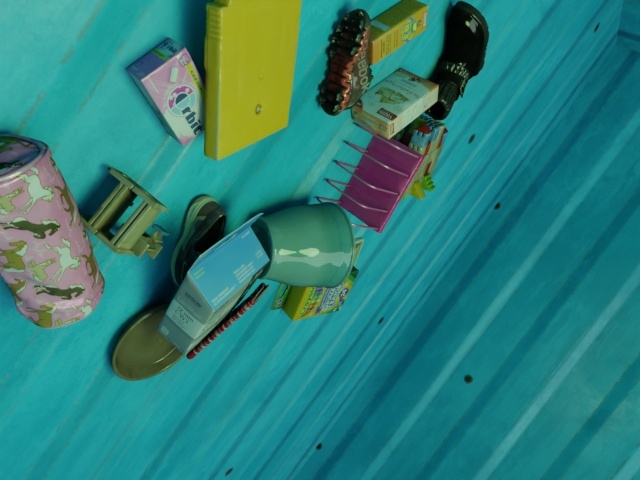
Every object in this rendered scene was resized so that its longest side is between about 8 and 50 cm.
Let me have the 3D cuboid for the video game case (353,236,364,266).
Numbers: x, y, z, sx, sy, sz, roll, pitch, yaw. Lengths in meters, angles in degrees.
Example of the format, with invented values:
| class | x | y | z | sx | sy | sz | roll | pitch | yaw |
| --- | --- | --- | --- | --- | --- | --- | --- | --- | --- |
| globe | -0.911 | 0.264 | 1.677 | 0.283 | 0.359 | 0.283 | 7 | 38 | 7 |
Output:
| class | x | y | z | sx | sy | sz | roll | pitch | yaw |
| --- | --- | --- | --- | --- | --- | --- | --- | --- | --- |
| video game case | 0.084 | 0.096 | 1.918 | 0.193 | 0.023 | 0.213 | -17 | 134 | -44 |

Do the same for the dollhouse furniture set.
| class | x | y | z | sx | sy | sz | roll | pitch | yaw |
| --- | --- | --- | --- | --- | --- | --- | --- | --- | --- |
| dollhouse furniture set | -0.409 | -0.053 | 1.022 | 0.129 | 0.128 | 0.184 | -51 | 174 | -2 |

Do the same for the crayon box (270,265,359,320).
| class | x | y | z | sx | sy | sz | roll | pitch | yaw |
| --- | --- | --- | --- | --- | --- | --- | --- | --- | --- |
| crayon box | -0.016 | 0.192 | 1.793 | 0.322 | 0.083 | 0.203 | -4 | 125 | -44 |

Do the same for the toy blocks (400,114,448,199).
| class | x | y | z | sx | sy | sz | roll | pitch | yaw |
| --- | --- | --- | --- | --- | --- | --- | --- | --- | --- |
| toy blocks | 0.355 | -0.325 | 1.685 | 0.381 | 0.190 | 0.261 | -35 | 147 | -51 |

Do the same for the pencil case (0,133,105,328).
| class | x | y | z | sx | sy | sz | roll | pitch | yaw |
| --- | --- | --- | --- | --- | --- | --- | --- | --- | --- |
| pencil case | -0.525 | 0.000 | 0.858 | 0.166 | 0.160 | 0.386 | 1 | 135 | -2 |

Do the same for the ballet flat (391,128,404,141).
| class | x | y | z | sx | sy | sz | roll | pitch | yaw |
| --- | --- | --- | --- | --- | --- | --- | --- | --- | --- |
| ballet flat | 0.263 | -0.423 | 1.589 | 0.070 | 0.070 | 0.189 | -14 | 131 | -47 |

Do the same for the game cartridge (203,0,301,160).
| class | x | y | z | sx | sy | sz | roll | pitch | yaw |
| --- | --- | --- | --- | --- | --- | --- | --- | --- | --- |
| game cartridge | -0.148 | -0.368 | 1.021 | 0.285 | 0.052 | 0.324 | -42 | 150 | -49 |

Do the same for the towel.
| class | x | y | z | sx | sy | sz | roll | pitch | yaw |
| --- | --- | --- | --- | --- | --- | --- | --- | --- | --- |
| towel | -0.279 | 0.239 | 1.417 | 0.274 | 0.031 | 0.199 | -41 | -177 | 11 |

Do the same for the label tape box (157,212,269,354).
| class | x | y | z | sx | sy | sz | roll | pitch | yaw |
| --- | --- | --- | --- | --- | --- | --- | --- | --- | --- |
| label tape box | -0.257 | 0.113 | 1.216 | 0.348 | 0.115 | 0.249 | -49 | 177 | 40 |

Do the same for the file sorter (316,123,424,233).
| class | x | y | z | sx | sy | sz | roll | pitch | yaw |
| --- | --- | --- | --- | --- | --- | --- | --- | --- | --- |
| file sorter | 0.150 | -0.203 | 1.517 | 0.182 | 0.202 | 0.291 | 4 | 119 | -53 |

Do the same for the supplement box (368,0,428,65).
| class | x | y | z | sx | sy | sz | roll | pitch | yaw |
| --- | --- | --- | --- | --- | --- | --- | --- | --- | --- |
| supplement box | 0.198 | -0.585 | 1.301 | 0.233 | 0.080 | 0.078 | -42 | 151 | -21 |

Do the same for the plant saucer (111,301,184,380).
| class | x | y | z | sx | sy | sz | roll | pitch | yaw |
| --- | --- | --- | --- | --- | --- | --- | --- | --- | --- |
| plant saucer | -0.470 | 0.284 | 1.346 | 0.277 | 0.041 | 0.278 | -34 | 144 | -28 |

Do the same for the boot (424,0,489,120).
| class | x | y | z | sx | sy | sz | roll | pitch | yaw |
| --- | --- | --- | --- | --- | --- | --- | --- | --- | --- |
| boot | 0.440 | -0.586 | 1.575 | 0.260 | 0.131 | 0.348 | -50 | 150 | -4 |

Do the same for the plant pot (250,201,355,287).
| class | x | y | z | sx | sy | sz | roll | pitch | yaw |
| --- | --- | --- | --- | --- | --- | --- | --- | --- | --- |
| plant pot | -0.077 | 0.018 | 1.402 | 0.255 | 0.272 | 0.272 | -2 | 125 | -36 |

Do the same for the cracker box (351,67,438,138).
| class | x | y | z | sx | sy | sz | roll | pitch | yaw |
| --- | --- | --- | --- | --- | --- | --- | --- | --- | --- |
| cracker box | 0.227 | -0.424 | 1.431 | 0.232 | 0.155 | 0.067 | -40 | 148 | -20 |

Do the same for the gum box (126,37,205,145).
| class | x | y | z | sx | sy | sz | roll | pitch | yaw |
| --- | --- | --- | --- | --- | --- | --- | --- | --- | --- |
| gum box | -0.292 | -0.294 | 0.955 | 0.107 | 0.062 | 0.188 | -43 | 149 | -14 |

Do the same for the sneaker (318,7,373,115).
| class | x | y | z | sx | sy | sz | roll | pitch | yaw |
| --- | --- | --- | --- | --- | --- | --- | --- | --- | --- |
| sneaker | 0.086 | -0.472 | 1.247 | 0.135 | 0.097 | 0.276 | -22 | 140 | -40 |

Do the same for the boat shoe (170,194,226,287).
| class | x | y | z | sx | sy | sz | roll | pitch | yaw |
| --- | --- | --- | --- | --- | --- | --- | --- | --- | --- |
| boat shoe | -0.316 | 0.024 | 1.227 | 0.102 | 0.092 | 0.286 | -8 | 129 | -50 |
